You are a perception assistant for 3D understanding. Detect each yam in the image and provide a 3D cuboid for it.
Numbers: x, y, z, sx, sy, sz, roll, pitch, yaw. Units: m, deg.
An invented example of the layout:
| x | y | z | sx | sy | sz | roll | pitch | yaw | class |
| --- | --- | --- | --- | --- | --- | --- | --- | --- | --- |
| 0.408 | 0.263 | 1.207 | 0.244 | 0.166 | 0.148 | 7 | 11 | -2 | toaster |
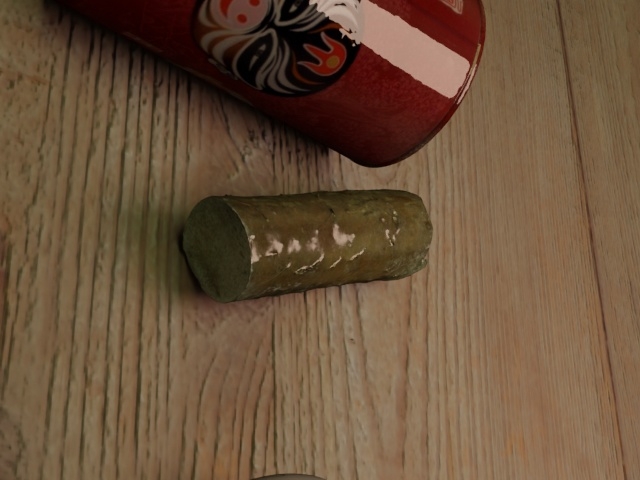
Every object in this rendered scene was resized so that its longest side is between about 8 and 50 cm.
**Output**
| x | y | z | sx | sy | sz | roll | pitch | yaw | class |
| --- | --- | --- | --- | --- | --- | --- | --- | --- | --- |
| 0.000 | 0.000 | 1.006 | 0.259 | 0.093 | 0.093 | -6 | 73 | -46 | yam |

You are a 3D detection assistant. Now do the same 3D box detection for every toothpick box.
| x | y | z | sx | sy | sz | roll | pitch | yaw | class |
| --- | --- | --- | --- | --- | --- | --- | --- | --- | --- |
| -0.041 | -0.219 | 1.000 | 0.333 | 0.204 | 0.204 | 26 | 53 | -34 | toothpick box |

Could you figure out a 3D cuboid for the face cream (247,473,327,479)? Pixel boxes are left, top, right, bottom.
| x | y | z | sx | sy | sz | roll | pitch | yaw | class |
| --- | --- | --- | --- | --- | --- | --- | --- | --- | --- |
| -0.031 | 0.229 | 0.838 | 0.104 | 0.117 | 0.117 | -13 | 78 | -56 | face cream |
